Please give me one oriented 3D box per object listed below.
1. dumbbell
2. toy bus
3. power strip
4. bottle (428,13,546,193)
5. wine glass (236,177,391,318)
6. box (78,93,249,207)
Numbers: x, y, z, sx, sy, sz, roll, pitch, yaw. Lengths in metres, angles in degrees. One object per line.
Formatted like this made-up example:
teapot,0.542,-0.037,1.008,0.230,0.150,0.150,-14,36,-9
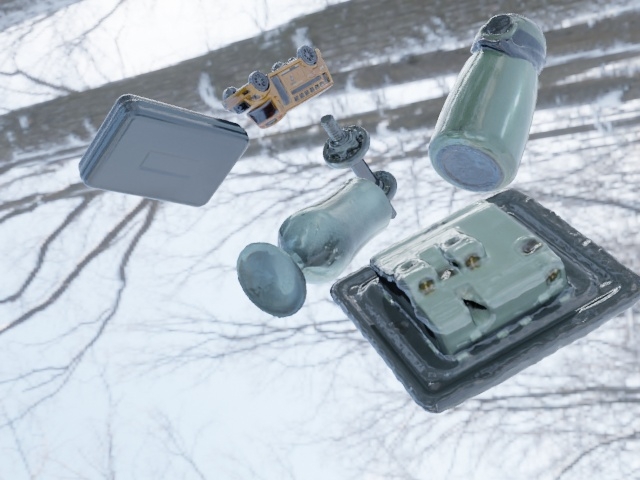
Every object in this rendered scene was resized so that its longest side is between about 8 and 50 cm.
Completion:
dumbbell,0.065,-0.113,1.486,0.254,0.081,0.082,51,-135,-45
toy bus,-0.068,-0.244,1.519,0.194,0.083,0.088,-38,-79,-43
power strip,0.155,0.034,0.964,0.257,0.251,0.092,-29,-63,-9
bottle,0.319,-0.266,1.724,0.168,0.168,0.347,50,-128,-41
wine glass,0.000,0.000,1.194,0.231,0.103,0.103,-39,-63,-47
box,-0.230,-0.130,1.398,0.230,0.160,0.050,9,-141,-45
